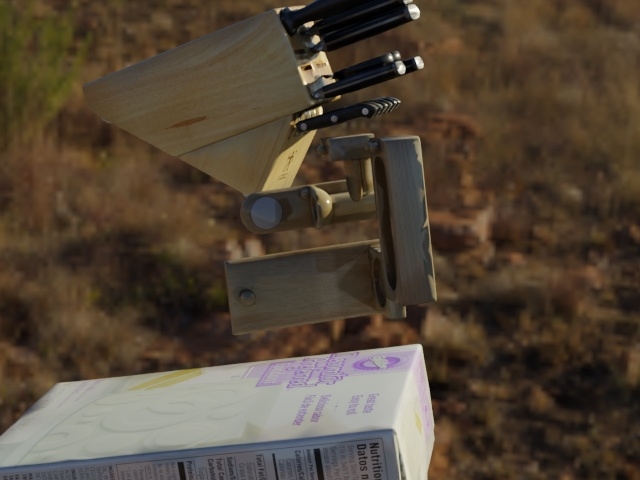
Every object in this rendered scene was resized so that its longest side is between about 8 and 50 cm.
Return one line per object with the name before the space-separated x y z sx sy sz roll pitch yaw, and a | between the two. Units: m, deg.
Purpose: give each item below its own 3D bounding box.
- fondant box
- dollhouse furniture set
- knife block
fondant box | -0.083 0.171 1.276 0.330 0.096 0.238 -6 11 9
dollhouse furniture set | 0.000 0.000 1.149 0.123 0.144 0.151 -8 7 -11
knife block | -0.053 -0.174 1.483 0.275 0.242 0.088 28 17 13
